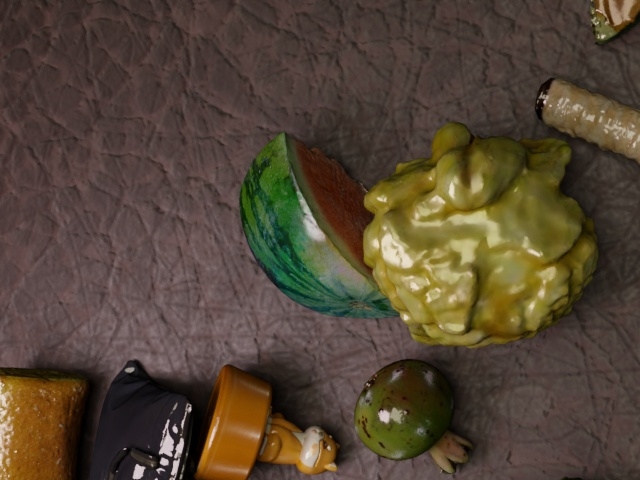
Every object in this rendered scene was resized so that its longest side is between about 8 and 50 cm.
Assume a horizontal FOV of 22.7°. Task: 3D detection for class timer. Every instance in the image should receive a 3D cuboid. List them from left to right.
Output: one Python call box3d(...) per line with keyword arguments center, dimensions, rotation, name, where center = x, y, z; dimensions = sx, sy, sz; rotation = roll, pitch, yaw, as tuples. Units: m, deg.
box3d(center=(-0.051, 0.218, 1.754), dimensions=(0.152, 0.132, 0.132), rotation=(16, 93, -7), name="timer")

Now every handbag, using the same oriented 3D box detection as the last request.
box3d(center=(-0.203, 0.276, 1.758), dimensions=(0.089, 0.211, 0.254), rotation=(11, 93, -27), name="handbag")

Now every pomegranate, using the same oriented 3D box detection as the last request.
box3d(center=(0.104, 0.194, 1.708), dimensions=(0.142, 0.114, 0.114), rotation=(40, 100, -12), name="pomegranate")

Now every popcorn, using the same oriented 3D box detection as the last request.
box3d(center=(0.160, 0.003, 1.655), dimensions=(0.256, 0.195, 0.255), rotation=(20, 104, 16), name="popcorn")

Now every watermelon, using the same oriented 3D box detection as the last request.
box3d(center=(-0.020, 0.009, 1.753), dimensions=(0.146, 0.128, 0.231), rotation=(-31, 82, 31), name="watermelon")

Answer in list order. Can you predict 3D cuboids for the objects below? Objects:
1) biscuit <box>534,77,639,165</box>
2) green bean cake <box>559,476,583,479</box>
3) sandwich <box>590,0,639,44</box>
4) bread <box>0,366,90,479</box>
box3d(center=(0.328, -0.109, 1.671), dimensions=(0.219, 0.055, 0.061), rotation=(23, 101, 16), name="biscuit")
box3d(center=(0.232, 0.446, 1.617), dimensions=(0.335, 0.218, 0.319), rotation=(-34, 88, 19), name="green bean cake")
box3d(center=(0.377, -0.341, 1.659), dimensions=(0.212, 0.063, 0.245), rotation=(-6, 88, 14), name="sandwich")
box3d(center=(-0.335, 0.233, 1.818), dimensions=(0.103, 0.132, 0.172), rotation=(6, 90, 57), name="bread")
